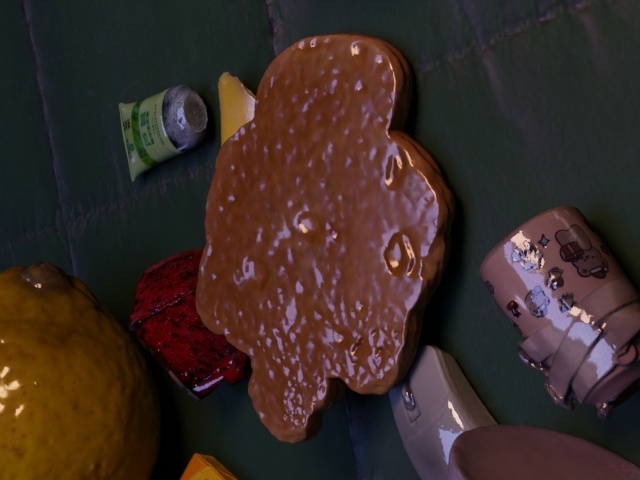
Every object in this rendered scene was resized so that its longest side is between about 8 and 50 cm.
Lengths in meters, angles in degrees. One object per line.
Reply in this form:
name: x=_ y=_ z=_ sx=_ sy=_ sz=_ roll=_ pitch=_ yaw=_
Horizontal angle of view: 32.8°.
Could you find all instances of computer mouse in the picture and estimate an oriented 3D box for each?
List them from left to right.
computer mouse: x=0.106 y=0.163 z=0.926 sx=0.089 sy=0.056 sz=0.182 roll=-51 pitch=58 yaw=36

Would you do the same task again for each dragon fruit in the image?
dragon fruit: x=-0.115 y=0.074 z=1.165 sx=0.161 sy=0.120 sz=0.127 roll=-29 pitch=30 yaw=23

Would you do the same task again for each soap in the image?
soap: x=-0.075 y=-0.088 z=1.114 sx=0.089 sy=0.033 sz=0.169 roll=11 pitch=105 yaw=46

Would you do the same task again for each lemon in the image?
lemon: x=-0.351 y=0.208 z=1.260 sx=0.350 sy=0.349 sz=0.387 roll=38 pitch=116 yaw=40

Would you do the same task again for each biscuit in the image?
biscuit: x=0.003 y=0.000 z=0.991 sx=0.269 sy=0.051 sz=0.376 roll=14 pitch=97 yaw=39

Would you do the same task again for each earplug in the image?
earplug: x=0.138 y=0.307 z=0.798 sx=0.172 sy=0.172 sz=0.301 roll=31 pitch=114 yaw=43

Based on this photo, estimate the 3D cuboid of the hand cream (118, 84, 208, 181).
hand cream: x=-0.184 y=-0.126 z=1.228 sx=0.175 sy=0.046 sz=0.095 roll=-11 pitch=90 yaw=52

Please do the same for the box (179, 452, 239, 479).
box: x=-0.085 y=0.358 z=1.150 sx=0.269 sy=0.043 sz=0.152 roll=30 pitch=90 yaw=42

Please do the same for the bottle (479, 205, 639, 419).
bottle: x=0.188 y=0.059 z=0.782 sx=0.152 sy=0.098 sz=0.099 roll=58 pitch=135 yaw=21
